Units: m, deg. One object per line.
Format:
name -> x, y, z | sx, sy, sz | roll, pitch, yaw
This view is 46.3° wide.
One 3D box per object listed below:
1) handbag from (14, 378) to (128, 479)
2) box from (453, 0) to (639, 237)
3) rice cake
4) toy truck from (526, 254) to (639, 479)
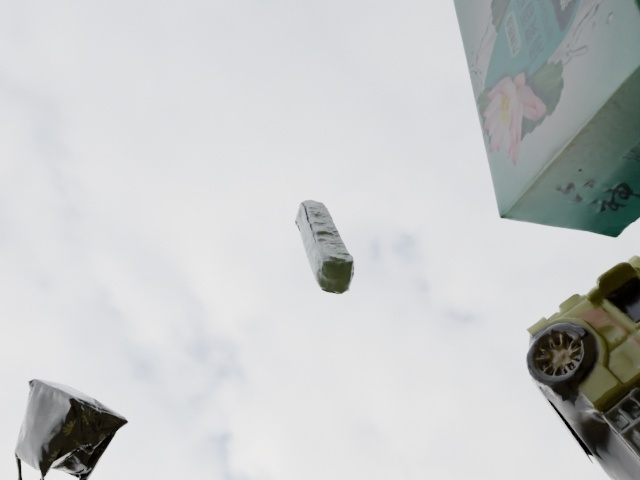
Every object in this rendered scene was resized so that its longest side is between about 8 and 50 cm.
handbag -> -0.266, 0.219, 0.751 | 0.072, 0.115, 0.139 | 29, -106, -40
box -> 0.170, -0.144, 0.487 | 0.092, 0.153, 0.244 | 7, -125, -17
rice cake -> 0.001, -0.001, 0.704 | 0.033, 0.207, 0.033 | 7, -73, -10
toy truck -> 0.371, 0.176, 0.647 | 0.254, 0.405, 0.180 | -40, -55, 6
